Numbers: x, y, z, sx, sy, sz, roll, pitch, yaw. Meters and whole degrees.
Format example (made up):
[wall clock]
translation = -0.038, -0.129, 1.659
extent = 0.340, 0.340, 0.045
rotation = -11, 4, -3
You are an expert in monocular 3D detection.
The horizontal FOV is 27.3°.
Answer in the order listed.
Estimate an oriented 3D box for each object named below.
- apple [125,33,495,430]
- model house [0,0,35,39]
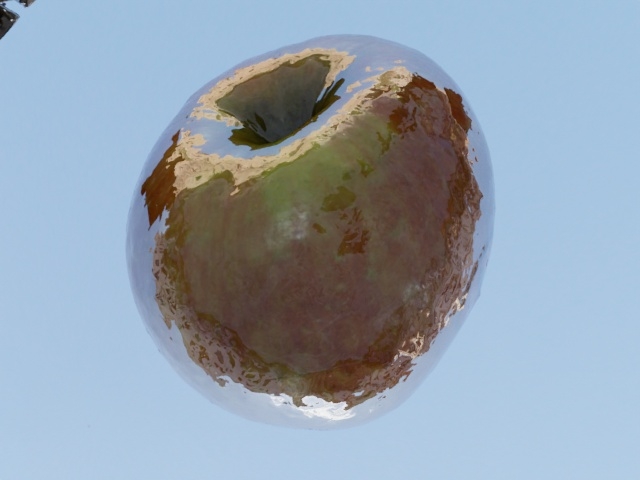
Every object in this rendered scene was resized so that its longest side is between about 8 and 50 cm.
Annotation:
[apple]
translation = 0.000, 0.000, 1.020
extent = 0.309, 0.277, 0.250
rotation = -43, -51, -24
[model house]
translation = -0.308, -0.187, 1.089
extent = 0.248, 0.181, 0.176
rotation = -22, -49, -34
